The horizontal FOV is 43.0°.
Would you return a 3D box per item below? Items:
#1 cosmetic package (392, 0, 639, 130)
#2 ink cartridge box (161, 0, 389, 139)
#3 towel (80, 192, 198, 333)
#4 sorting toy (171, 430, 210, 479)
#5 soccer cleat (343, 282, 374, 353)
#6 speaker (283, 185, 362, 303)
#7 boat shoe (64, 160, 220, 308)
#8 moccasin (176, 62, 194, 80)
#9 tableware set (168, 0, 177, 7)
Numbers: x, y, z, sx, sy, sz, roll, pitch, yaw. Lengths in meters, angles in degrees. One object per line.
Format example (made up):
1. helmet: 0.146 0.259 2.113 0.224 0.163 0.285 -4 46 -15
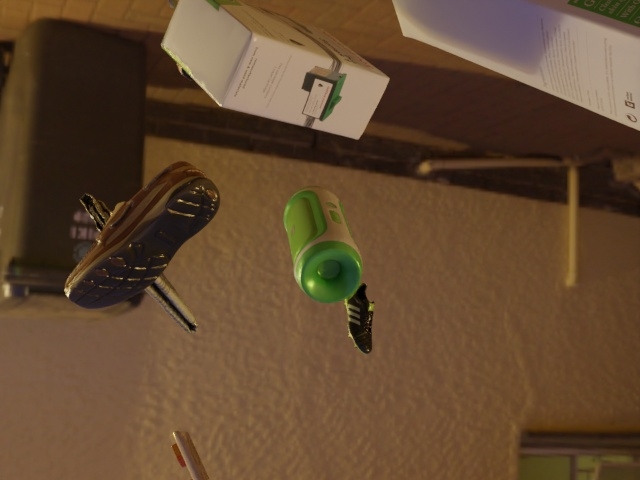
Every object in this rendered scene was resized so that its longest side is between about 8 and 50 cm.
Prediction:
1. cosmetic package: 0.269 -0.294 0.938 0.366 0.197 0.155 32 165 35
2. ink cartridge box: -0.051 -0.210 0.967 0.219 0.092 0.160 6 -149 -44
3. towel: -0.434 0.048 1.969 0.312 0.056 0.324 47 173 45
4. sorting toy: -0.292 0.534 1.879 0.038 0.193 0.208 -25 168 -10
5. soccer cleat: 0.100 0.185 1.961 0.072 0.178 0.060 -32 146 32
6. speaker: 0.000 0.000 1.538 0.131 0.131 0.296 5 -155 -10
7. boat shoe: -0.320 -0.012 1.443 0.324 0.120 0.122 -40 141 3
8. moccasin: -0.108 -0.358 1.648 0.380 0.147 0.139 4 132 -18
9. tableware set: -0.162 -0.386 0.954 0.039 0.194 0.128 -1 -146 19
